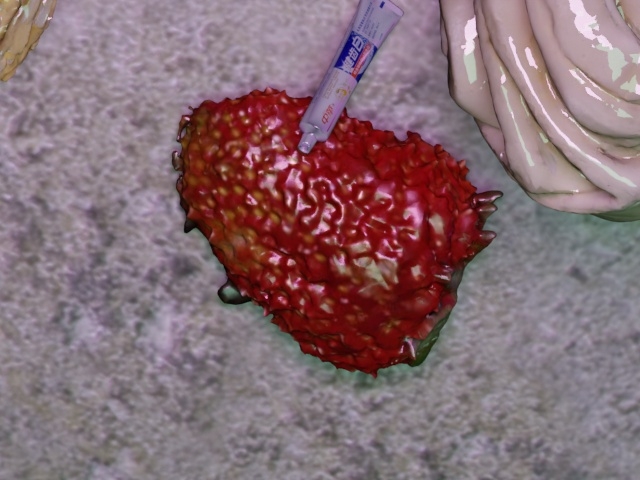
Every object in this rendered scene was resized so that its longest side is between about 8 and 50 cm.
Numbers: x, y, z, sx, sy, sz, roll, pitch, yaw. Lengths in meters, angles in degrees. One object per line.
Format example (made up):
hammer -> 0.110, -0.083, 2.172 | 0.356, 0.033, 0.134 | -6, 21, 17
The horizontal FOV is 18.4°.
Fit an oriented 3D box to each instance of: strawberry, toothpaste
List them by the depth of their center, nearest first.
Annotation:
toothpaste -> 0.022, -0.149, 1.748 | 0.045, 0.028, 0.170 | 34, 68, -15
strawberry -> 0.000, 0.000, 1.785 | 0.306, 0.138, 0.233 | 21, 108, -15

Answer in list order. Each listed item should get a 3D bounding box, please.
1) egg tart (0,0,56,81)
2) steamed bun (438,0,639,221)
egg tart -> -0.361, -0.243, 1.662 | 0.288, 0.118, 0.288 | -2, 108, -6
steamed bun -> 0.222, -0.198, 1.650 | 0.247, 0.352, 0.339 | 18, 96, 13
